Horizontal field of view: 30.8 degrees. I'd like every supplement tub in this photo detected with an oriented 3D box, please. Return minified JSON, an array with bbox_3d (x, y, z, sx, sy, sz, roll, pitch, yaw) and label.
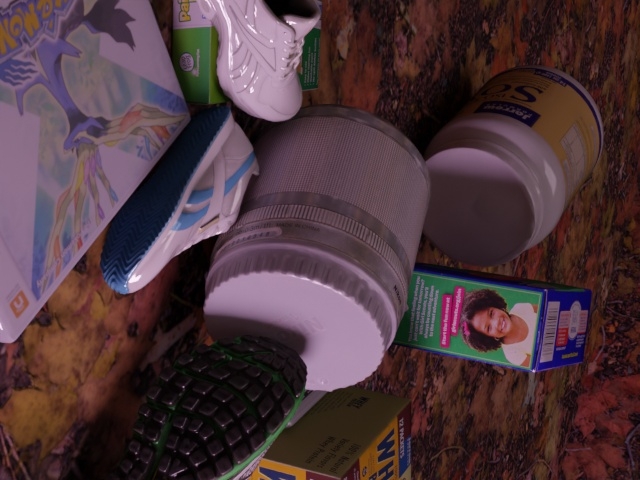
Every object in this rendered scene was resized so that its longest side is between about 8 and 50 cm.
[{"bbox_3d":[0.304,-0.123,1.884,0.331,0.241,0.241,-45,136,-50],"label":"supplement tub"}]

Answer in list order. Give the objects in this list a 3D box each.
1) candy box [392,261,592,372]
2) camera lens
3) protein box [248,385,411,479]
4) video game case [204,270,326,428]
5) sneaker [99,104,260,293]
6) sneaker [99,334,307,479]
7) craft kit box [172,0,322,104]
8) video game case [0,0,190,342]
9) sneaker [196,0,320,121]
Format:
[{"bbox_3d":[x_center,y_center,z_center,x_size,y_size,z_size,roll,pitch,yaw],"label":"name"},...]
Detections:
[{"bbox_3d":[0.198,0.100,1.659,0.268,0.317,0.122,6,91,-65],"label":"candy box"},{"bbox_3d":[0.000,0.000,1.303,0.219,0.219,0.274,71,26,-43],"label":"camera lens"},{"bbox_3d":[-0.018,0.275,1.413,0.200,0.201,0.136,-36,129,-55],"label":"protein box"},{"bbox_3d":[-0.033,0.090,1.432,0.227,0.026,0.206,-36,104,-54],"label":"video game case"},{"bbox_3d":[-0.136,-0.030,1.186,0.229,0.087,0.092,-57,131,-27],"label":"sneaker"},{"bbox_3d":[-0.145,0.239,1.199,0.343,0.134,0.146,-46,156,-9],"label":"sneaker"},{"bbox_3d":[-0.076,-0.285,1.294,0.246,0.060,0.250,-20,115,-57],"label":"craft kit box"},{"bbox_3d":[-0.245,-0.127,1.024,0.329,0.036,0.300,-59,146,-38],"label":"video game case"},{"bbox_3d":[-0.049,-0.208,1.182,0.090,0.115,0.232,-62,147,-32],"label":"sneaker"}]
